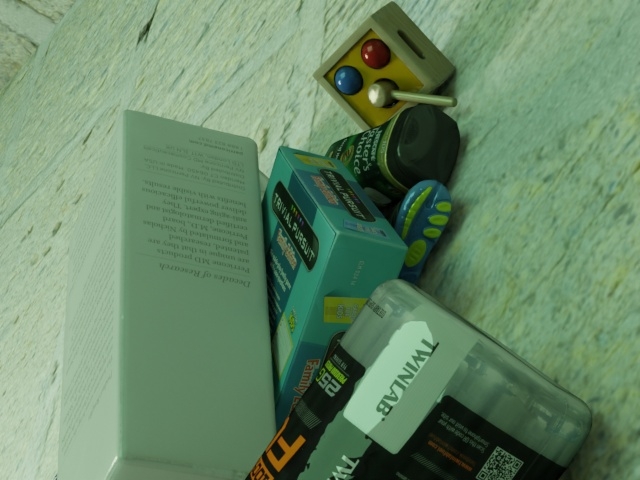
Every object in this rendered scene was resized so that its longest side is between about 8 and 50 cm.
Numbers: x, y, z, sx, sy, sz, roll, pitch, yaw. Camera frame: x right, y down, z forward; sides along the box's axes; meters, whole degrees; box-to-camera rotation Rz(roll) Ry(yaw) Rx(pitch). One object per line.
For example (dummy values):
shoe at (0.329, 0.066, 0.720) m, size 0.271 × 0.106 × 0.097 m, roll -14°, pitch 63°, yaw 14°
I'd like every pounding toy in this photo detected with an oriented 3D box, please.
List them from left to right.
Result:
pounding toy at (0.084, -0.185, 1.687) m, size 0.130 × 0.141 × 0.100 m, roll -42°, pitch 1°, yaw 34°

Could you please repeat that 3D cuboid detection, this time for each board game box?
board game box at (-0.031, 0.104, 1.513) m, size 0.254 × 0.079 × 0.336 m, roll -122°, pitch 48°, yaw -63°

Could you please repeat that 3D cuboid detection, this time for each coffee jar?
coffee jar at (0.075, -0.086, 1.636) m, size 0.184 × 0.079 × 0.096 m, roll -21°, pitch 44°, yaw 54°

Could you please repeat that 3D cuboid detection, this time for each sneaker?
sneaker at (0.079, 0.019, 1.544) m, size 0.188 × 0.067 × 0.078 m, roll -58°, pitch 1°, yaw 8°

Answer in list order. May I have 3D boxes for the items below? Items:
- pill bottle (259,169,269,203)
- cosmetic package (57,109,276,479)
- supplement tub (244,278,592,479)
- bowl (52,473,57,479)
pill bottle at (-0.176, 0.011, 1.937) m, size 0.264 × 0.146 × 0.146 m, roll -53°, pitch 24°, yaw 15°
cosmetic package at (-0.164, 0.109, 1.514) m, size 0.230 × 0.161 × 0.453 m, roll 121°, pitch 154°, yaw -42°
supplement tub at (0.044, 0.218, 1.168) m, size 0.338 × 0.207 × 0.207 m, roll -56°, pitch 24°, yaw 1°
bowl at (-0.256, 0.382, 1.645) m, size 0.391 × 0.077 × 0.391 m, roll -44°, pitch 32°, yaw 36°
